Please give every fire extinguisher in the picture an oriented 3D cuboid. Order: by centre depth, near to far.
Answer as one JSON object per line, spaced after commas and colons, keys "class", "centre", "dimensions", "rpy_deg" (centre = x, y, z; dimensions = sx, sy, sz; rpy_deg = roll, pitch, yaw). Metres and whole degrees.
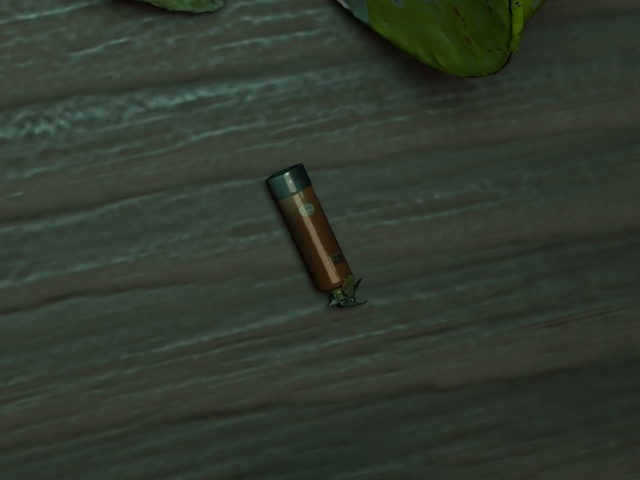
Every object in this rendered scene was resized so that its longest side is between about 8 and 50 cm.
{"class": "fire extinguisher", "centre": [0.000, 0.000, 0.947], "dimensions": [0.028, 0.022, 0.083], "rpy_deg": [-31, 99, -37]}

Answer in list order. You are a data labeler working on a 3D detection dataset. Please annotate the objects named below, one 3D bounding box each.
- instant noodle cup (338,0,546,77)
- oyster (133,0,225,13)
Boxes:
{"class": "instant noodle cup", "centre": [0.069, -0.236, 0.836], "dimensions": [0.200, 0.264, 0.264], "rpy_deg": [-41, 98, -12]}
{"class": "oyster", "centre": [-0.146, -0.234, 0.876], "dimensions": [0.252, 0.087, 0.199], "rpy_deg": [16, 100, -2]}
